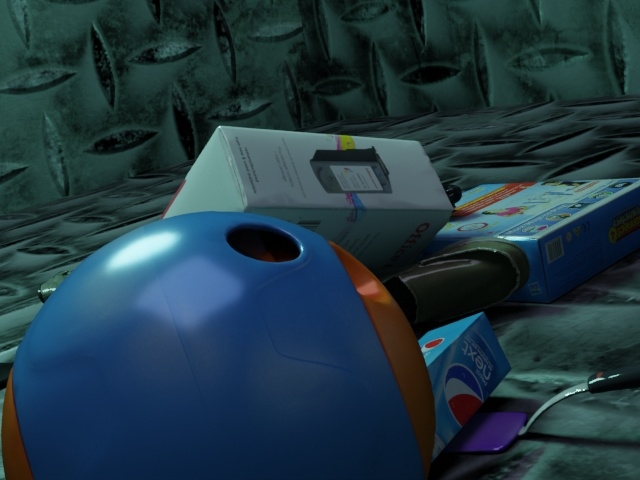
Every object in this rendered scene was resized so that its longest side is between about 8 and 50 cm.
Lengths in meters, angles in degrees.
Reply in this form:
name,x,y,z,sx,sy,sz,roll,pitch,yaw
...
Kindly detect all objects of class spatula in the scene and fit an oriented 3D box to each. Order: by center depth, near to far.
name,x,y,z,sx,sy,sz,roll,pitch,yaw
spatula,0.216,0.139,0.914,0.296,0.030,0.084,-25,4,32

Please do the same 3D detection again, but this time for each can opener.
name,x,y,z,sx,sy,sz,roll,pitch,yaw
can opener,0.150,-0.065,1.542,0.059,0.073,0.186,-23,5,-15

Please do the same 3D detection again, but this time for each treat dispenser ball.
name,x,y,z,sx,sy,sz,roll,pitch,yaw
treat dispenser ball,-0.067,0.124,0.714,0.288,0.288,0.288,-11,12,2

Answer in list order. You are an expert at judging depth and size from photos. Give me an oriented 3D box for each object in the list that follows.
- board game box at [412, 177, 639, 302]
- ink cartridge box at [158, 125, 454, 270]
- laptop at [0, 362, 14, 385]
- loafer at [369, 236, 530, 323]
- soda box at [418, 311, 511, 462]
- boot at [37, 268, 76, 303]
name,x,y,z,sx,sy,sz,roll,pitch,yaw
board game box,0.269,-0.006,1.494,0.301,0.086,0.308,0,17,46
ink cartridge box,-0.025,-0.022,1.335,0.306,0.131,0.226,0,-35,-35
laptop,-0.577,0.157,1.444,0.264,0.137,0.234,-4,15,34
loafer,0.136,0.067,1.303,0.251,0.094,0.087,-18,15,17
soda box,0.097,0.141,0.966,0.071,0.067,0.210,-25,5,36
boot,-0.417,0.082,1.828,0.161,0.084,0.246,-17,5,8
